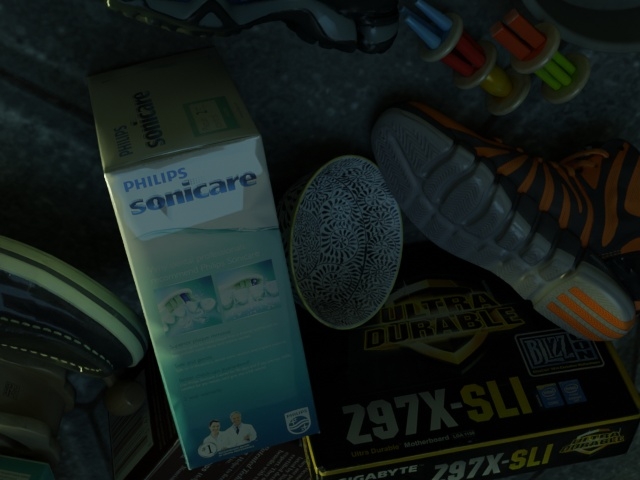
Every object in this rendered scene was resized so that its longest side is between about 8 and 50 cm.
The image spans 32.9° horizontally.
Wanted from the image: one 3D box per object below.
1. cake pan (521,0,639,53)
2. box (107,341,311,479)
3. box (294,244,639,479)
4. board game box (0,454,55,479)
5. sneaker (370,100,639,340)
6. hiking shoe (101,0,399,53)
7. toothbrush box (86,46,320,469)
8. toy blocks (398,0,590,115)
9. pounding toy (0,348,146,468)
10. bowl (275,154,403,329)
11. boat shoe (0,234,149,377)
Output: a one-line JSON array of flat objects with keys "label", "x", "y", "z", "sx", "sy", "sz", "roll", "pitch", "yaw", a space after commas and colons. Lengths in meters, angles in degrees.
[{"label": "cake pan", "x": 0.291, "y": -0.304, "z": 0.940, "sx": 0.293, "sy": 0.054, "sz": 0.293, "roll": -8, "pitch": 130, "yaw": -10}, {"label": "box", "x": -0.100, "y": 0.205, "z": 1.168, "sx": 0.203, "sy": 0.168, "sz": 0.167, "roll": 25, "pitch": 117, "yaw": -31}, {"label": "box", "x": 0.125, "y": 0.120, "z": 1.101, "sx": 0.322, "sy": 0.257, "sz": 0.079, "roll": -8, "pitch": 138, "yaw": -8}, {"label": "board game box", "x": -0.390, "y": 0.347, "z": 1.182, "sx": 0.253, "sy": 0.079, "sz": 0.336, "roll": 8, "pitch": 136, "yaw": 11}, {"label": "sneaker", "x": 0.207, "y": -0.056, "z": 1.083, "sx": 0.321, "sy": 0.180, "sz": 0.124, "roll": 40, "pitch": 148, "yaw": -6}, {"label": "hiking shoe", "x": -0.059, "y": -0.235, "z": 0.862, "sx": 0.304, "sy": 0.113, "sz": 0.132, "roll": -2, "pitch": 120, "yaw": -35}, {"label": "toothbrush box", "x": -0.104, "y": 0.010, "z": 0.947, "sx": 0.126, "sy": 0.216, "sz": 0.296, "roll": -16, "pitch": 120, "yaw": -7}, {"label": "toy blocks", "x": 0.152, "y": -0.176, "z": 0.974, "sx": 0.148, "sy": 0.054, "sz": 0.123, "roll": 31, "pitch": 157, "yaw": -34}, {"label": "pounding toy", "x": -0.324, "y": 0.140, "z": 1.119, "sx": 0.269, "sy": 0.155, "sz": 0.154, "roll": 18, "pitch": 150, "yaw": -17}, {"label": "bowl", "x": 0.000, "y": 0.000, "z": 1.069, "sx": 0.080, "sy": 0.170, "sz": 0.170, "roll": 3, "pitch": 145, "yaw": 41}, {"label": "boat shoe", "x": -0.393, "y": 0.050, "z": 0.927, "sx": 0.500, "sy": 0.156, "sz": 0.187, "roll": 19, "pitch": 160, "yaw": -23}]
